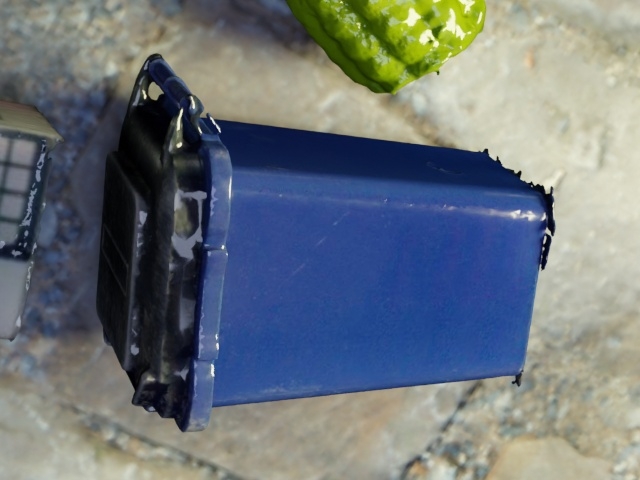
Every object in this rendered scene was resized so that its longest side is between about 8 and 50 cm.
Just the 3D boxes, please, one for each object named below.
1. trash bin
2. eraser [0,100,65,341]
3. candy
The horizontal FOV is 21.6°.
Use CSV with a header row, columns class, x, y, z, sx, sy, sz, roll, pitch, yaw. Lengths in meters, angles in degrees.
class,x,y,z,sx,sy,sz,roll,pitch,yaw
trash bin,0.000,0.000,0.945,0.234,0.162,0.184,1,108,-17
eraser,-0.290,-0.030,0.879,0.287,0.086,0.130,11,102,-28
candy,0.002,-0.176,0.920,0.097,0.097,0.209,-41,105,5
